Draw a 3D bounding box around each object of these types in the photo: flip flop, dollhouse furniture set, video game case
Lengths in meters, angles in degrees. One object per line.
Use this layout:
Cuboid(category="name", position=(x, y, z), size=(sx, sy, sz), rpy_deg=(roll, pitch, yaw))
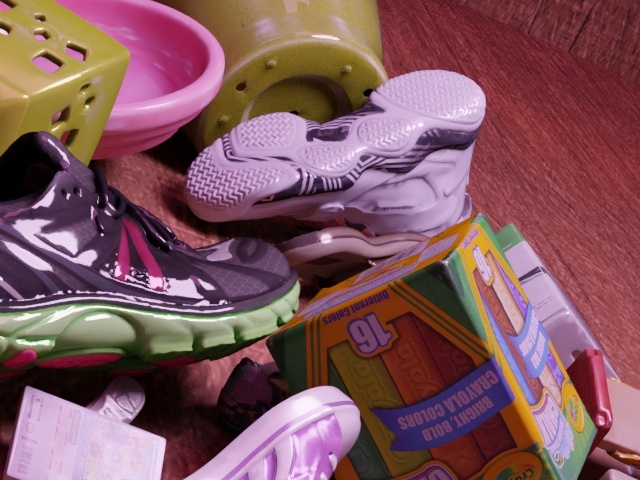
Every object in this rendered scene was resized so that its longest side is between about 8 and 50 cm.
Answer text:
Cuboid(category="flip flop", position=(0.049, 0.040, 2.077), size=(0.277, 0.112, 0.080), rpy_deg=(11, 57, -57))
Cuboid(category="dollhouse furniture set", position=(0.297, 0.292, 1.733), size=(0.201, 0.152, 0.374), rpy_deg=(23, 36, -16))
Cuboid(category="video game case", position=(-0.180, 0.168, 1.483), size=(0.122, 0.011, 0.087), rpy_deg=(23, 43, -18))

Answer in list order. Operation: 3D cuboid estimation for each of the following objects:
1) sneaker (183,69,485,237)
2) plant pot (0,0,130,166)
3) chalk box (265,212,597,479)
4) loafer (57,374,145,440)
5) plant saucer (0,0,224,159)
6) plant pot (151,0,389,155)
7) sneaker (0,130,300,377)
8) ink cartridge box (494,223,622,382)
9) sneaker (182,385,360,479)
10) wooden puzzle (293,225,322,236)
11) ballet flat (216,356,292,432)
Cuboid(category="sneaker", position=(0.026, -0.047, 2.192), size=(0.366, 0.210, 0.137), rpy_deg=(-20, 40, -19))
Cuboid(category="plant pot", position=(-0.341, -0.113, 1.744), size=(0.227, 0.228, 0.207), rpy_deg=(31, 25, 8))
Cuboid(category="chalk box", position=(0.114, 0.155, 1.640), size=(0.289, 0.180, 0.179), rpy_deg=(62, 21, -4))
Cuboid(category="loafer", position=(-0.184, 0.153, 1.541), size=(0.045, 0.039, 0.125), rpy_deg=(50, 36, -3))
Cuboid(category="plant saucer", position=(-0.272, -0.179, 2.093), size=(0.332, 0.084, 0.332), rpy_deg=(6, 30, -4))
Cuboid(category="plant pot", position=(-0.078, -0.248, 2.334), size=(0.366, 0.366, 0.353), rpy_deg=(16, 34, -32))
Cuboid(category="sneaker", position=(-0.188, 0.009, 1.600), size=(0.185, 0.202, 0.483), rpy_deg=(-14, -11, 36))
Cuboid(category="ink cartridge box", position=(0.241, 0.098, 2.106), size=(0.153, 0.087, 0.208), rpy_deg=(52, 7, -26))
Cuboid(category="sneaker", position=(-0.027, 0.226, 1.425), size=(0.161, 0.102, 0.282), rpy_deg=(38, 44, 17))
Cuboid(category="wooden puzzle", position=(0.000, 0.000, 2.241), size=(0.083, 0.006, 0.049), rpy_deg=(5, 29, -49))
Cuboid(category="ballet flat", position=(0.005, 0.142, 1.760), size=(0.221, 0.079, 0.077), rpy_deg=(12, 23, -40))
